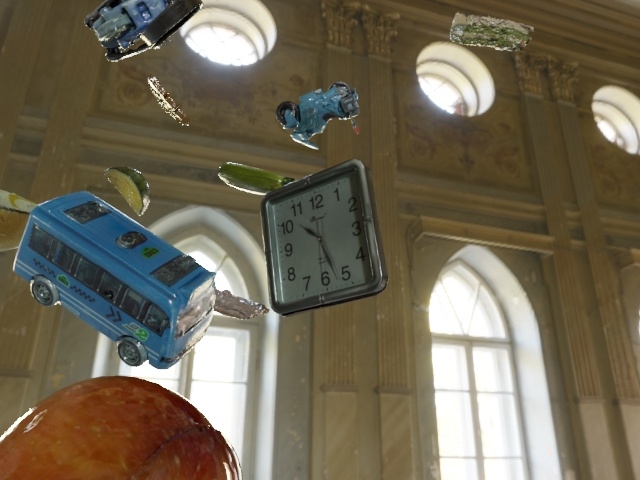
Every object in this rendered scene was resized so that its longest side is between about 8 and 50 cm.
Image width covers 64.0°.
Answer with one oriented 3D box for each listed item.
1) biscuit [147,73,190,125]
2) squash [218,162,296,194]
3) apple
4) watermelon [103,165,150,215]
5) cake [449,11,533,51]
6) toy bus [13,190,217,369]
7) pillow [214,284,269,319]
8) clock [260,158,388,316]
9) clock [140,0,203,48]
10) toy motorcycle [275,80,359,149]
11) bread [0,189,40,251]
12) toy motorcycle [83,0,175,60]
[{"bbox_3d":[-0.228,-0.206,0.757,0.082,0.016,0.092,40,-10,32],"label":"biscuit"},{"bbox_3d":[-0.175,-0.157,1.331,0.252,0.066,0.066,16,-11,34],"label":"squash"},{"bbox_3d":[-0.205,0.269,0.486,0.207,0.251,0.271,13,-44,33],"label":"apple"},{"bbox_3d":[-0.614,-0.185,1.684,0.092,0.075,0.181,-37,-85,35],"label":"watermelon"},{"bbox_3d":[0.292,-0.347,0.859,0.140,0.055,0.051,8,-61,-3],"label":"cake"},{"bbox_3d":[-0.256,0.048,0.662,0.247,0.113,0.134,32,-63,8],"label":"toy bus"},{"bbox_3d":[-0.243,0.131,1.190,0.249,0.049,0.135,16,1,20],"label":"pillow"},{"bbox_3d":[0.000,0.000,1.044,0.274,0.278,0.049,-17,-19,32],"label":"clock"},{"bbox_3d":[-0.371,-0.553,1.285,0.185,0.184,0.040,-21,-61,42],"label":"clock"},{"bbox_3d":[0.004,-0.397,1.658,0.272,0.182,0.123,-22,10,-1],"label":"toy motorcycle"},{"bbox_3d":[-0.507,-0.028,0.801,0.157,0.094,0.083,-13,27,-32],"label":"bread"},{"bbox_3d":[-0.518,-0.667,1.487,0.319,0.241,0.182,-31,-43,-9],"label":"toy motorcycle"}]
